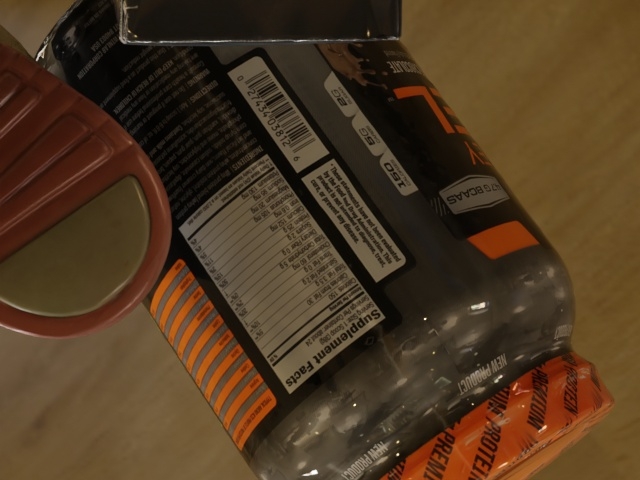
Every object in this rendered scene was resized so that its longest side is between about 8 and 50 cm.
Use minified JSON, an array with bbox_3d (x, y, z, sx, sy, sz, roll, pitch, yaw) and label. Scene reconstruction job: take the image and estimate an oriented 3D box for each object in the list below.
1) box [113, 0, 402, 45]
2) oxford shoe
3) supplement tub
[{"bbox_3d":[-0.036,-0.188,0.642,0.261,0.103,0.184,-115,27,-71],"label":"box"},{"bbox_3d":[-0.237,-0.098,0.804,0.140,0.146,0.397,-44,91,-5],"label":"oxford shoe"},{"bbox_3d":[0.000,0.000,0.924,0.207,0.207,0.338,-42,74,26],"label":"supplement tub"}]
